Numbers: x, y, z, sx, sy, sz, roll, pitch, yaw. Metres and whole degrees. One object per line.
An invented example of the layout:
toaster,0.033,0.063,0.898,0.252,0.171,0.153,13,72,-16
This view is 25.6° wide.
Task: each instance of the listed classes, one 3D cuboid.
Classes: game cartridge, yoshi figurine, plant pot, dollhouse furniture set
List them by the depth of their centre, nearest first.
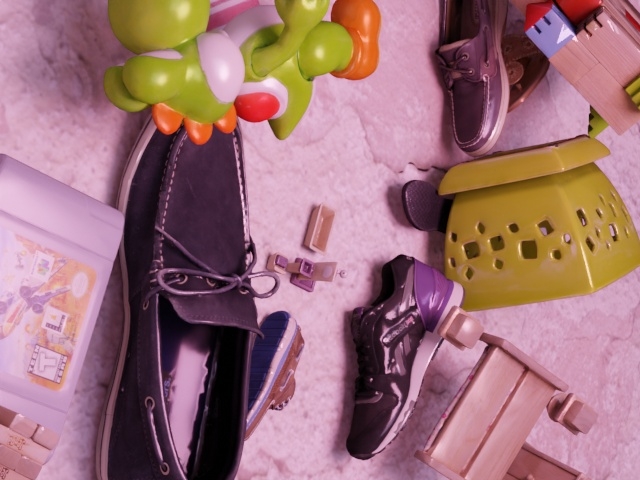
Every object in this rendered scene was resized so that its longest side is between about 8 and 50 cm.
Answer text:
game cartridge,-0.329,0.071,1.486,0.198,0.062,0.297,30,69,-46
yoshi figurine,-0.101,-0.242,1.578,0.362,0.203,0.203,-19,147,-48
dollhouse furniture set,0.000,0.000,1.798,0.091,0.081,0.114,30,69,-42
dollhouse furniture set,0.194,0.292,1.951,0.355,0.174,0.303,37,82,-28
plant pot,0.304,-0.030,1.993,0.227,0.228,0.207,-18,97,-58

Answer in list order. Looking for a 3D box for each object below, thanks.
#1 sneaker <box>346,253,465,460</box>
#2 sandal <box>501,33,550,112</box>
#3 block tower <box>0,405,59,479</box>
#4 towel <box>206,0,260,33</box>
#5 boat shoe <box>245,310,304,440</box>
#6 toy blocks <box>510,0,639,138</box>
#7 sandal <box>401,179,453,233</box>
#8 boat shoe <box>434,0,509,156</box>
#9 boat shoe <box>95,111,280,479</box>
sneaker,0.078,0.152,1.887,0.124,0.107,0.283,33,68,-15
sandal,0.307,-0.285,2.134,0.079,0.088,0.240,46,49,-8
block tower,-0.388,0.312,1.359,0.091,0.097,0.335,39,71,-40
towel,-0.140,-0.292,1.700,0.144,0.029,0.197,-29,110,-39
boat shoe,-0.064,0.178,1.743,0.066,0.066,0.183,48,58,-36
toy blocks,0.370,-0.309,1.980,0.261,0.191,0.381,45,22,-8
sandal,0.151,-0.042,1.991,0.179,0.040,0.067,21,80,-58
boat shoe,0.209,-0.263,2.007,0.092,0.103,0.285,14,76,-39
boat shoe,-0.141,0.069,1.606,0.187,0.156,0.500,16,77,-43
